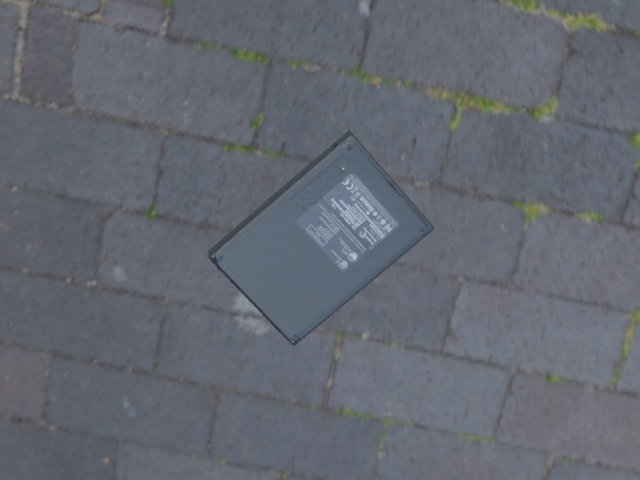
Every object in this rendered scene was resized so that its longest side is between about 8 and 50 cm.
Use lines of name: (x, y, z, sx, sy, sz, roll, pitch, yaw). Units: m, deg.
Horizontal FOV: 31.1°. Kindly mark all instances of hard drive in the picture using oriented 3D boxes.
hard drive: (0.000, 0.000, 0.825, 0.135, 0.022, 0.094, -40, 106, 8)
